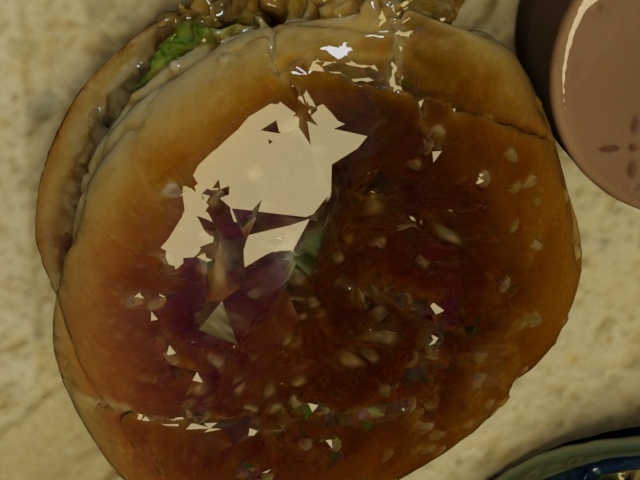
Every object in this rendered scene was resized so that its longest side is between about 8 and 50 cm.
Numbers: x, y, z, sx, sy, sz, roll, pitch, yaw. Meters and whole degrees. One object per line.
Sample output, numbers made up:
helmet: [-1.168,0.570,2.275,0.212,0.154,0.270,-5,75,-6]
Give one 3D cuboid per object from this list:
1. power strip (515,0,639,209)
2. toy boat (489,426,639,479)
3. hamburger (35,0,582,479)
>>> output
power strip: [0.168,-0.093,0.777,0.154,0.078,0.154,-2,114,-5]
toy boat: [0.121,0.192,0.880,0.114,0.115,0.262,40,102,-23]
hamburger: [0.000,0.000,0.764,0.243,0.146,0.286,15,110,-23]
